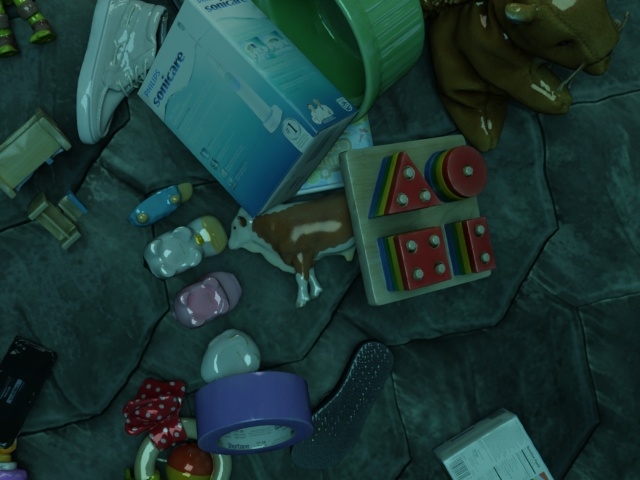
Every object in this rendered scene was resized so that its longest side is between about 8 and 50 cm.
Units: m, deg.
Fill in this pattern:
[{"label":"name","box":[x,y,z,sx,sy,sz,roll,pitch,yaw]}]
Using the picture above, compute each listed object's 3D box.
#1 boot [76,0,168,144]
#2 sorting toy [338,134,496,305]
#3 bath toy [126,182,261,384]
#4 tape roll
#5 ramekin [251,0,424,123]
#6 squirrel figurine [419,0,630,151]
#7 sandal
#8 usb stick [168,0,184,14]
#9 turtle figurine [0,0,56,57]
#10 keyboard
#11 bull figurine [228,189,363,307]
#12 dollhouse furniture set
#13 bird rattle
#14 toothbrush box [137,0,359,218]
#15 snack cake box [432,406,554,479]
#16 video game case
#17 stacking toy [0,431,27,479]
[{"label":"boot","box":[-0.328,-0.283,1.470,0.123,0.095,0.258,9,88,4]},{"label":"sorting toy","box":[0.181,-0.043,1.447,0.257,0.089,0.255,-12,90,-32]},{"label":"bath toy","box":[-0.199,0.082,1.464,0.151,0.129,0.348,-24,92,-22]},{"label":"tape roll","box":[-0.109,0.284,1.424,0.189,0.189,0.080,-7,62,-3]},{"label":"ramekin","box":[0.023,-0.351,1.392,0.148,0.303,0.303,-38,92,-23]},{"label":"squirrel figurine","box":[0.291,-0.376,1.370,0.281,0.370,0.397,-37,92,-3]},{"label":"sandal","box":[0.041,0.288,1.516,0.097,0.054,0.254,38,84,-12]},{"label":"usb stick","box":[-0.206,-0.394,1.505,0.077,0.045,0.278,-33,91,-10]},{"label":"turtle figurine","box":[-0.550,-0.421,1.464,0.269,0.087,0.217,-22,99,-12]},{"label":"keyboard","box":[-0.525,0.247,1.454,0.108,0.023,0.180,25,57,-8]},{"label":"bull figurine","box":[0.000,0.000,1.488,0.310,0.101,0.188,-17,93,-2]},{"label":"dollhouse furniture set","box":[-0.451,-0.107,1.465,0.129,0.129,0.183,-42,116,-3]},{"label":"bird rattle","box":[-0.252,0.368,1.484,0.207,0.143,0.253,17,76,-15]},{"label":"toothbrush box","box":[-0.122,-0.221,1.393,0.295,0.126,0.216,46,131,8]},{"label":"snack cake box","box":[0.329,0.443,1.510,0.152,0.089,0.264,-30,92,-5]},{"label":"video game case","box":[-0.018,-0.180,1.525,0.212,0.023,0.193,-11,90,-4]},{"label":"stacking toy","box":[-0.538,0.423,1.441,0.166,0.175,0.301,3,78,-6]}]
